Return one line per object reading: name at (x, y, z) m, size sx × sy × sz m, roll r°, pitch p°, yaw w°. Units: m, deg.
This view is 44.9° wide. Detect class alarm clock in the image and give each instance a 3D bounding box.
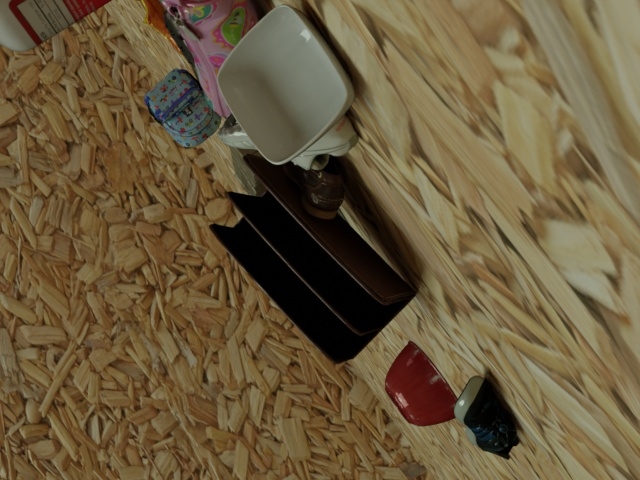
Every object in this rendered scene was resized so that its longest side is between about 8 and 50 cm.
alarm clock at (-0.259, -0.400, 1.534) m, size 0.129 × 0.064 × 0.192 m, roll 57°, pitch 176°, yaw -9°

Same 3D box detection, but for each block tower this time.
block tower at (-0.121, -0.160, 1.572) m, size 0.091 × 0.097 × 0.335 m, roll 55°, pitch 171°, yaw 4°

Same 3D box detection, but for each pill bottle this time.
pill bottle at (-0.499, -0.480, 1.351) m, size 0.229 × 0.407 × 0.229 m, roll 54°, pitch 172°, yaw 11°

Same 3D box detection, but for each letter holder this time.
letter holder at (-0.029, 0.030, 1.175) m, size 0.302 × 0.152 × 0.214 m, roll 46°, pitch -168°, yaw 14°

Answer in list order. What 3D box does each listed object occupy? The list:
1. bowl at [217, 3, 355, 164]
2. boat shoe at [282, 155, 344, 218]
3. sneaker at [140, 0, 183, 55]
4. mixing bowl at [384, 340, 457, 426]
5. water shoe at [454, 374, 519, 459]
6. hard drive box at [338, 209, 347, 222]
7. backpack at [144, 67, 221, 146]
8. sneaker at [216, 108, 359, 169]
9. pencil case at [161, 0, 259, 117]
bowl at (-0.033, -0.171, 0.864) m, size 0.142 × 0.142 × 0.053 m, roll 57°, pitch -148°, yaw 8°
boat shoe at (-0.006, -0.109, 1.157) m, size 0.207 × 0.073 × 0.073 m, roll -121°, pitch 37°, yaw -56°
sneaker at (-0.362, -0.493, 1.763) m, size 0.175 × 0.067 × 0.064 m, roll 55°, pitch 171°, yaw -11°
mixing bowl at (0.193, 0.304, 1.556) m, size 0.181 × 0.098 × 0.181 m, roll 55°, pitch 174°, yaw 9°
water shoe at (0.256, 0.264, 1.153) m, size 0.080 × 0.073 × 0.203 m, roll 25°, pitch 161°, yaw 31°
hard drive box at (0.000, 0.000, 1.494) m, size 0.181 × 0.089 × 0.232 m, roll 58°, pitch 173°, yaw -16°
backpack at (-0.354, -0.340, 2.029) m, size 0.173 × 0.158 × 0.117 m, roll 51°, pitch 179°, yaw 17°
sneaker at (-0.045, -0.132, 1.007) m, size 0.232 × 0.090 × 0.115 m, roll 5°, pitch 143°, yaw 51°
pencil case at (-0.131, -0.271, 1.016) m, size 0.124 × 0.124 × 0.284 m, roll 53°, pitch 173°, yaw 20°
